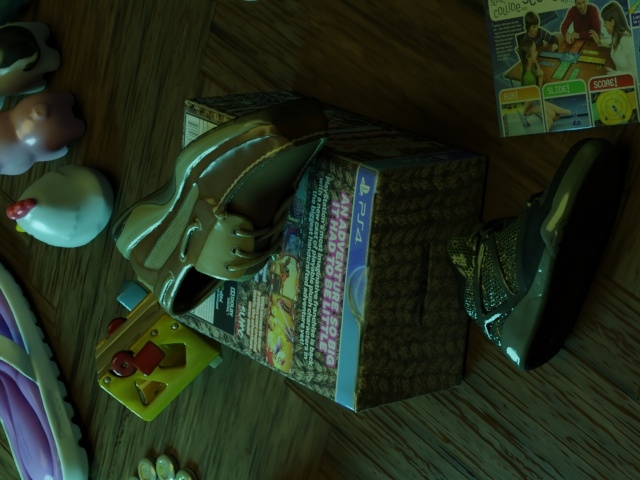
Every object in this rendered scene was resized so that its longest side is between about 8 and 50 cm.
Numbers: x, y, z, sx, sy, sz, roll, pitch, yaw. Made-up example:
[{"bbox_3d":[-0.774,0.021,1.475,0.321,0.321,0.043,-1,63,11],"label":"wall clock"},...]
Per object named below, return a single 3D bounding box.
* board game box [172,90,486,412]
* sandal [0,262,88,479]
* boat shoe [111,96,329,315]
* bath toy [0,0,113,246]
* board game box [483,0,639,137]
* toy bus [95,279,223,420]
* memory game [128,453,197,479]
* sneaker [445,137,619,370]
[{"bbox_3d":[0.000,0.000,1.745,0.291,0.141,0.232,24,115,45],"label":"board game box"},{"bbox_3d":[-0.421,0.163,2.302,0.416,0.102,0.169,55,134,27],"label":"sandal"},{"bbox_3d":[-0.078,-0.024,1.642,0.324,0.122,0.120,-39,73,55],"label":"boat shoe"},{"bbox_3d":[-0.372,-0.142,2.162,0.151,0.129,0.348,-43,66,42],"label":"bath toy"},{"bbox_3d":[0.227,-0.163,1.527,0.201,0.035,0.136,-2,96,50],"label":"board game box"},{"bbox_3d":[-0.155,0.102,1.974,0.104,0.191,0.202,42,146,-22],"label":"toy bus"},{"bbox_3d":[-0.178,0.343,2.124,0.186,0.012,0.186,14,108,47],"label":"memory game"},{"bbox_3d":[0.179,-0.008,1.576,0.130,0.087,0.228,39,131,30],"label":"sneaker"}]
